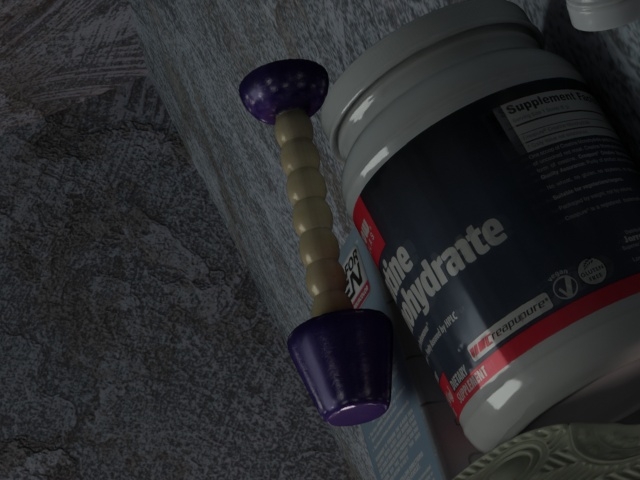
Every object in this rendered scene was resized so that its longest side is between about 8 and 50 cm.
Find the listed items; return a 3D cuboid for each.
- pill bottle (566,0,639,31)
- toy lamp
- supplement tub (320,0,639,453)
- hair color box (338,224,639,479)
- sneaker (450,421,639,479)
[{"bbox_3d":[0.155,-0.183,0.920,0.065,0.065,0.116,-131,19,-62],"label":"pill bottle"},{"bbox_3d":[0.000,0.000,1.169,0.080,0.080,0.275,88,171,-67],"label":"toy lamp"},{"bbox_3d":[0.131,-0.008,1.093,0.191,0.191,0.272,88,157,-66],"label":"supplement tub"},{"bbox_3d":[0.145,0.158,1.182,0.114,0.185,0.375,118,142,-52],"label":"hair color box"},{"bbox_3d":[0.199,0.182,0.929,0.350,0.131,0.148,-23,109,40],"label":"sneaker"}]
